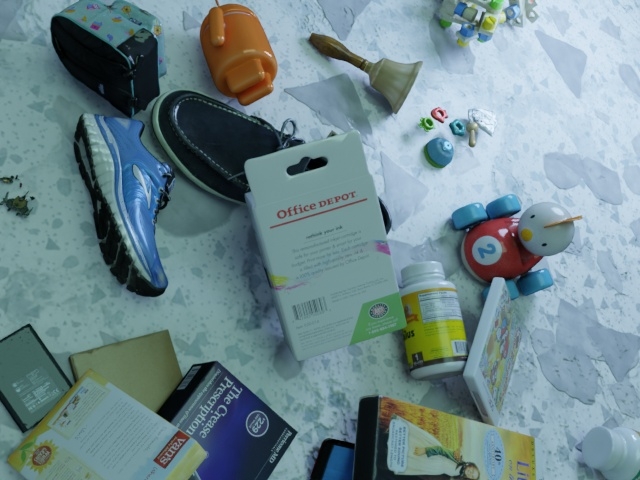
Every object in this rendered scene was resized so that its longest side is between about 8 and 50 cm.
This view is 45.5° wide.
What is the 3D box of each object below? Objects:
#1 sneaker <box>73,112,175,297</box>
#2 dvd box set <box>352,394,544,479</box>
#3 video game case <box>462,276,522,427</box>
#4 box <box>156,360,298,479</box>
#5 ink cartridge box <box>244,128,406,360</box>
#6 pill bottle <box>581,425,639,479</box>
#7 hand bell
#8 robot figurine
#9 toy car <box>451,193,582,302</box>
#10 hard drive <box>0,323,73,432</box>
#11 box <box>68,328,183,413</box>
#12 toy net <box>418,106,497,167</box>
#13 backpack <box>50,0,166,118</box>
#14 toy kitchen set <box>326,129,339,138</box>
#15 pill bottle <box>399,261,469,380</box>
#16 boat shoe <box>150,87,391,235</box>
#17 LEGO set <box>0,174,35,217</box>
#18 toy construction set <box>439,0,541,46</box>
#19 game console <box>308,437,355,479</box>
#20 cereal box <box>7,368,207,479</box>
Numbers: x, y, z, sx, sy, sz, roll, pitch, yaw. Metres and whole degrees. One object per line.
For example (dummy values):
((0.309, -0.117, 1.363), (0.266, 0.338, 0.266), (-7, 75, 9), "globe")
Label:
((-0.299, -0.068, 1.268), (0.147, 0.130, 0.330), (-10, 75, -29), "sneaker")
((0.234, 0.466, 1.344), (0.420, 0.062, 0.308), (22, 62, -30), "dvd box set")
((0.342, 0.222, 1.495), (0.227, 0.026, 0.206), (-65, 144, -31), "video game case")
((-0.186, 0.342, 1.159), (0.184, 0.103, 0.261), (45, 60, -16), "box")
((0.000, 0.000, 1.286), (0.207, 0.119, 0.353), (-16, 108, -8), "ink cartridge box")
((0.652, 0.456, 1.587), (0.208, 0.117, 0.118), (23, 61, -20), "pill bottle")
((0.085, -0.382, 1.640), (0.242, 0.126, 0.126), (26, 59, -4), "hand bell")
((-0.158, -0.361, 1.450), (0.158, 0.128, 0.219), (3, 51, -35), "robot figurine")
((0.430, -0.009, 1.581), (0.210, 0.238, 0.219), (-13, 77, -32), "toy car")
((-0.440, 0.204, 1.141), (0.094, 0.022, 0.135), (-34, 89, -34), "hard drive")
((-0.289, 0.255, 1.205), (0.164, 0.021, 0.201), (-12, 76, -32), "box")
((0.311, -0.256, 1.736), (0.232, 0.045, 0.122), (-30, 85, -36), "toy net")
((-0.362, -0.329, 1.312), (0.188, 0.166, 0.144), (26, 59, 10), "backpack")
((0.038, -0.169, 1.536), (0.075, 0.083, 0.068), (34, 99, -13), "toy kitchen set")
((0.213, 0.154, 1.466), (0.117, 0.117, 0.215), (2, 69, -28), "pill bottle")
((-0.078, -0.127, 1.400), (0.500, 0.156, 0.187), (35, 59, -11), "boat shoe")
((-0.490, -0.066, 1.229), (0.054, 0.023, 0.083), (5, 55, -30), "LEGO set")
((0.413, -0.588, 1.862), (0.215, 0.151, 0.327), (41, 44, 21), "toy construction set")
((0.058, 0.419, 1.286), (0.144, 0.085, 0.124), (18, 32, -21), "game console")
((-0.299, 0.301, 1.060), (0.240, 0.047, 0.173), (24, 61, 33), "cereal box")
